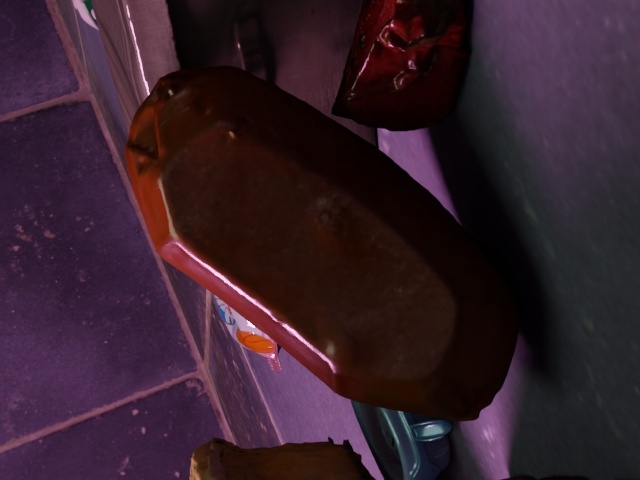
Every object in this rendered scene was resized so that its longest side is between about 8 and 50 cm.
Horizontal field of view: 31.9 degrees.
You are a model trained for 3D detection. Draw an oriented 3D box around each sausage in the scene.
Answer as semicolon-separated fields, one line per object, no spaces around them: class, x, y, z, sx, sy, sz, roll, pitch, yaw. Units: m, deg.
sausage;0.000;0.000;0.632;0.258;0.133;0.133;37;164;2

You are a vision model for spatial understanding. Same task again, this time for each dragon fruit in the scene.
dragon fruit;0.036;-0.108;0.573;0.131;0.063;0.097;142;107;-77

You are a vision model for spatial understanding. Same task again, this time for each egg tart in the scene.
egg tart;0.033;0.288;0.967;0.345;0.132;0.345;52;177;4

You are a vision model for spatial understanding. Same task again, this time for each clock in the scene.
clock;0.066;0.145;0.891;0.147;0.045;0.108;109;138;-69

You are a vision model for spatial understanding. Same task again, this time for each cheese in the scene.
cheese;-0.095;0.017;1.294;0.189;0.074;0.286;167;83;-76

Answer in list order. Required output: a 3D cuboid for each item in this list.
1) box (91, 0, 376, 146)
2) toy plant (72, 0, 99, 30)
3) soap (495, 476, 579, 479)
box;-0.062;-0.140;0.738;0.231;0.148;0.155;82;162;-45
toy plant;-0.221;-0.287;1.252;0.243;0.112;0.232;59;160;18
soap;0.001;0.247;0.609;0.233;0.359;0.128;129;120;-75
